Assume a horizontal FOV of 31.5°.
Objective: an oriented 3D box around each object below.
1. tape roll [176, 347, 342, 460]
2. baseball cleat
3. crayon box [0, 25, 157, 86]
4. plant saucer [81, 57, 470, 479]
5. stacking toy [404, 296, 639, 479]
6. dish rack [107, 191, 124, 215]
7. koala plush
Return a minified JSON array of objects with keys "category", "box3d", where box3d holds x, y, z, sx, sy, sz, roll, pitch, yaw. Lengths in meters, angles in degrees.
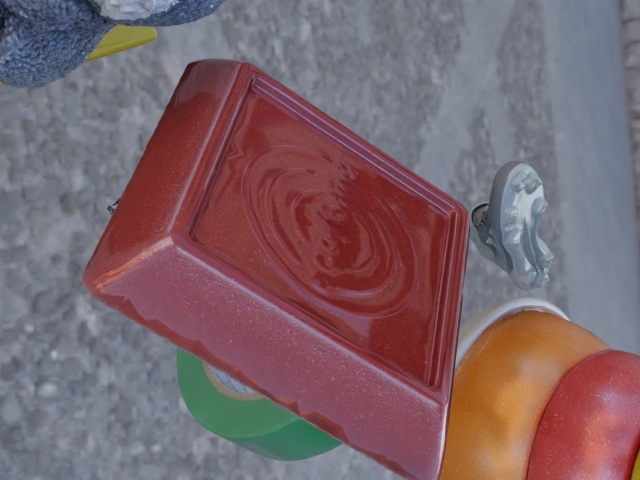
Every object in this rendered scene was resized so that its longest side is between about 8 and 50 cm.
[{"category":"tape roll","box3d":[-0.023,0.078,1.247,0.077,0.321,0.321,35,52,-38]},{"category":"baseball cleat","box3d":[0.185,-0.022,1.182,0.072,0.109,0.206,-42,144,-17]},{"category":"crayon box","box3d":[-0.298,-0.182,1.043,0.203,0.323,0.083,-26,104,-38]},{"category":"plant saucer","box3d":[0.000,0.000,0.758,0.259,0.048,0.258,32,39,-14]},{"category":"stacking toy","box3d":[0.361,0.261,1.190,0.351,0.480,0.350,-10,104,-46]},{"category":"dish rack","box3d":[-0.097,-0.041,1.118,0.208,0.074,0.271,-47,164,-10]},{"category":"koala plush","box3d":[-0.144,-0.199,0.773,0.196,0.221,0.203,-41,133,-56]}]
